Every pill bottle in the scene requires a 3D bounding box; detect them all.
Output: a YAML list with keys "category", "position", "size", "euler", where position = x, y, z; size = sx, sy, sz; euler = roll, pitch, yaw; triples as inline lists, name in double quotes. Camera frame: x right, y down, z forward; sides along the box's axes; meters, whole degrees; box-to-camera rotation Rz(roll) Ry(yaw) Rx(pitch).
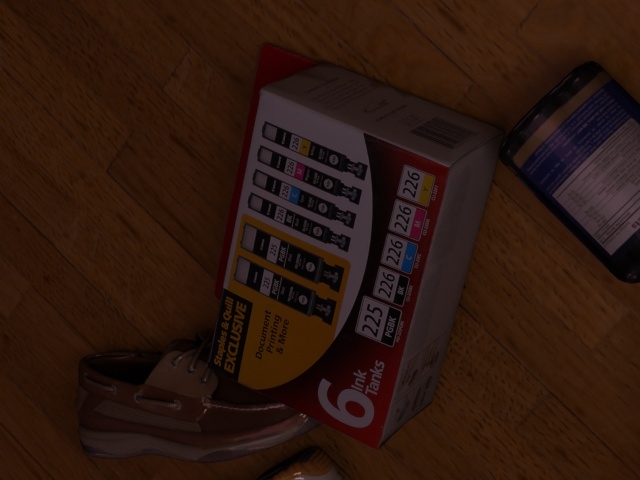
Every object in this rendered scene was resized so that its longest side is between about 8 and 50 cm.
- category: "pill bottle"
  position: [0.270, -0.042, 1.513]
  size: [0.219, 0.123, 0.123]
  euler: [46, 123, 7]

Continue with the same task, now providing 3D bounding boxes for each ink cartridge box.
- category: "ink cartridge box"
  position: [0.000, 0.000, 1.678]
  size: [0.272, 0.130, 0.309]
  euler: [23, 118, 22]

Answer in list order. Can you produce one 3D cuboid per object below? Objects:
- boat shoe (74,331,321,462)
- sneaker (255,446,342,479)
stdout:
- category: "boat shoe"
  position: [-0.134, 0.161, 1.821]
  size: [0.324, 0.123, 0.116]
  euler: [-6, 103, 29]
- category: "sneaker"
  position: [-0.083, 0.337, 1.860]
  size: [0.296, 0.112, 0.131]
  euler: [-31, 91, 35]
